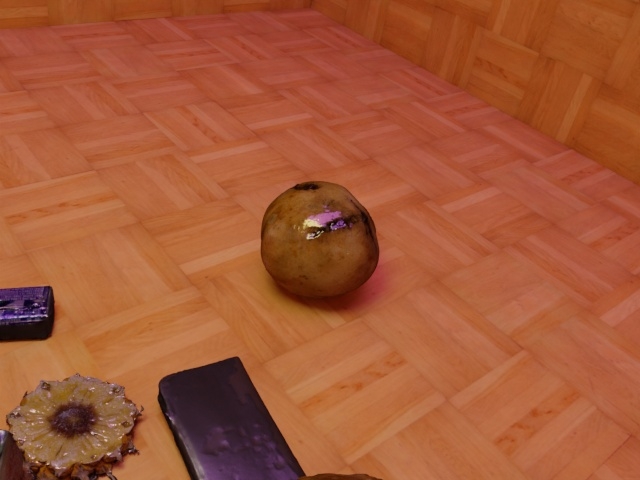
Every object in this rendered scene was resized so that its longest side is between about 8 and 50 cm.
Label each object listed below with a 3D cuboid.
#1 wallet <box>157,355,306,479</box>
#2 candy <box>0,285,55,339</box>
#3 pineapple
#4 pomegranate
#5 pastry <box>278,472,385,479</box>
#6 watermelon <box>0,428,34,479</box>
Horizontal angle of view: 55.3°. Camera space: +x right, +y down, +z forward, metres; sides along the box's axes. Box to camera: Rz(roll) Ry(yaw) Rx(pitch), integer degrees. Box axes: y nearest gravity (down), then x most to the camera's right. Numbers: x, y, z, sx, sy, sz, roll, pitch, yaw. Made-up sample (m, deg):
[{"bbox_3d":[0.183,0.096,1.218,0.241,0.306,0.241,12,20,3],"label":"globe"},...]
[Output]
[{"bbox_3d":[-0.138,0.321,0.966,0.165,0.042,0.310,-14,47,-29],"label":"wallet"},{"bbox_3d":[-0.635,0.133,1.069,0.312,0.061,0.088,-1,39,-16],"label":"candy"},{"bbox_3d":[-0.378,0.289,0.943,0.221,0.047,0.221,9,36,-6],"label":"pineapple"},{"bbox_3d":[0.000,0.000,1.282,0.260,0.261,0.260,7,36,-6],"label":"pomegranate"},{"bbox_3d":[-0.003,0.397,0.741,0.315,0.284,0.184,8,76,-37],"label":"pastry"},{"bbox_3d":[-0.451,0.321,0.773,0.212,0.262,0.201,12,8,6],"label":"watermelon"}]
